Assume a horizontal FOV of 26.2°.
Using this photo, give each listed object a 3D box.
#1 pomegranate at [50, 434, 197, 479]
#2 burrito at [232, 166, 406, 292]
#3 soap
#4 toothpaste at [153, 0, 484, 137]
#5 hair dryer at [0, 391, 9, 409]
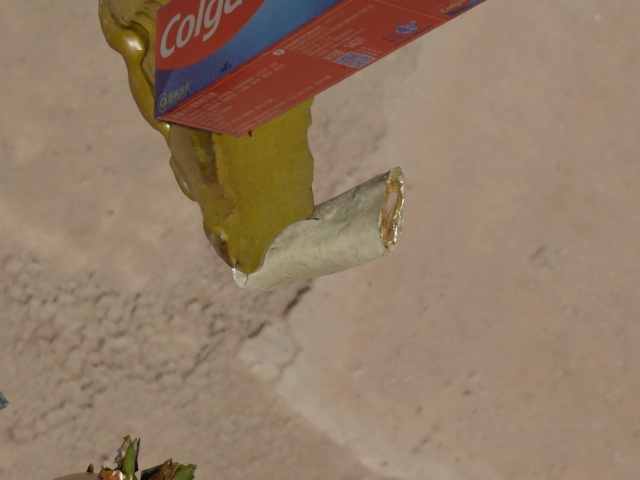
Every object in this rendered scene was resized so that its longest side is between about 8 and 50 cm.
[{"bbox_3d":[-0.179,0.284,1.146,0.210,0.210,0.235,27,81,-5],"label":"pomegranate"},{"bbox_3d":[0.000,0.000,1.443,0.060,0.226,0.087,11,63,-53],"label":"burrito"},{"bbox_3d":[-0.048,-0.141,1.139,0.169,0.338,0.304,-28,93,-19],"label":"soap"},{"bbox_3d":[0.012,-0.139,0.728,0.066,0.320,0.076,10,71,-34],"label":"toothpaste"},{"bbox_3d":[-0.361,0.168,1.129,0.220,0.195,0.054,-34,110,-7],"label":"hair dryer"}]
